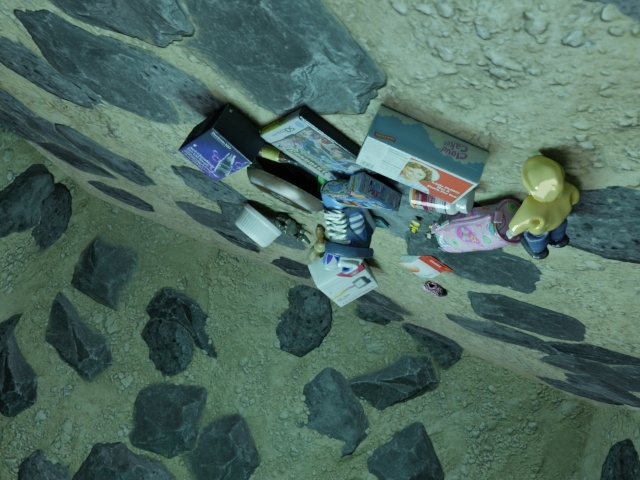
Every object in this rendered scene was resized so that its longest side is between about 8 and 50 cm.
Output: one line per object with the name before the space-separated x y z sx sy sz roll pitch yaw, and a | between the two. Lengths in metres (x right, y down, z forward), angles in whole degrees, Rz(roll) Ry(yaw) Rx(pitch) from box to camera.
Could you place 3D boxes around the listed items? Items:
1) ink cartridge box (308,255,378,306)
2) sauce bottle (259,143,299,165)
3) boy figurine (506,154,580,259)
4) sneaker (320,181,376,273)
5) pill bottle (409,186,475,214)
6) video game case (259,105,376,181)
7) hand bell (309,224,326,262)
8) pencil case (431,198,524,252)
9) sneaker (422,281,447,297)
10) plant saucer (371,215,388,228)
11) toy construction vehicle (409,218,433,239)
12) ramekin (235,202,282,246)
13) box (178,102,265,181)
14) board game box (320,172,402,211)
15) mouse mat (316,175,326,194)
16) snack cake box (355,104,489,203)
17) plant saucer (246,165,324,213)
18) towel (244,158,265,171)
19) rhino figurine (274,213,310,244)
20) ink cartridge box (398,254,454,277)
ink cartridge box | 0.111 0.163 2.283 0.306 0.226 0.131 47 -165 -56
sauce bottle | -0.126 -0.261 1.535 0.128 0.042 0.042 22 165 14
boy figurine | 0.482 -0.068 1.087 0.285 0.177 0.092 55 -176 -48
sneaker | 0.065 -0.020 1.668 0.130 0.236 0.323 13 159 37
pill bottle | 0.315 -0.114 1.291 0.152 0.086 0.086 14 163 32
video game case | -0.004 -0.254 1.388 0.275 0.035 0.248 31 163 -27
hand bell | 0.000 0.000 2.206 0.126 0.126 0.242 19 152 16
pencil case | 0.422 -0.034 1.344 0.124 0.124 0.284 28 167 -17
sneaker | 0.523 0.219 2.248 0.119 0.047 0.057 23 154 -2
plant saucer | 0.158 -0.074 1.812 0.192 0.018 0.067 9 160 41
toy construction vehicle | 0.335 -0.044 1.629 0.086 0.035 0.098 30 166 22
ramekin | -0.285 -0.062 2.234 0.207 0.109 0.207 40 177 3
box | -0.290 -0.283 1.462 0.153 0.108 0.207 41 145 -27
board game box | 0.111 -0.145 1.447 0.194 0.060 0.194 9 172 29
mouse mat | 0.058 -0.165 1.667 0.153 0.007 0.189 23 167 3
snack cake box | 0.227 -0.191 1.148 0.265 0.089 0.152 23 164 -1
plant saucer | -0.127 -0.166 1.739 0.311 0.050 0.310 27 179 1
towel | -0.269 -0.281 1.721 0.113 0.023 0.152 17 164 26
rhino figurine | -0.116 -0.043 2.224 0.106 0.073 0.243 36 178 43
ink cartridge box | 0.424 0.109 2.002 0.145 0.045 0.179 31 166 -28
